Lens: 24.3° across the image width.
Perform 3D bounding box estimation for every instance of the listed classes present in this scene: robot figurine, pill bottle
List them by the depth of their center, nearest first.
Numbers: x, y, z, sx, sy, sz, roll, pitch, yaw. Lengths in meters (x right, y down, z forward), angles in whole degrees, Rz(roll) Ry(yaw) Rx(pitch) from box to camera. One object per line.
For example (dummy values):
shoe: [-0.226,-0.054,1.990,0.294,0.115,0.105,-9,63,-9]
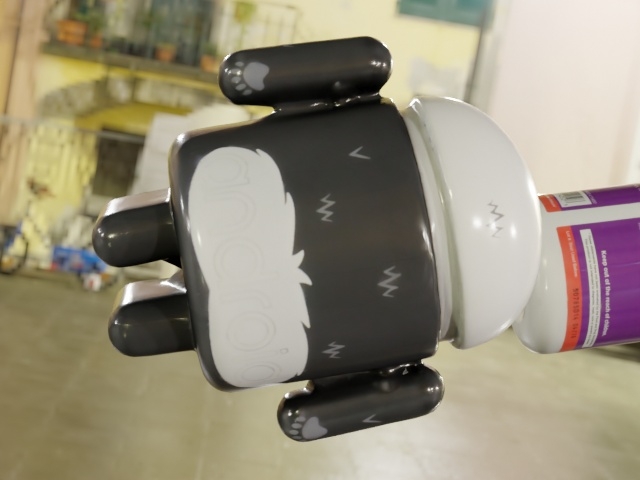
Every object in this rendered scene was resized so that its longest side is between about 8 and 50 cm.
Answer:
robot figurine: [0.000,0.002,0.945,0.278,0.209,0.173,-10,49,-3]
pill bottle: [0.376,0.023,1.688,0.323,0.181,0.181,-7,6,-6]
